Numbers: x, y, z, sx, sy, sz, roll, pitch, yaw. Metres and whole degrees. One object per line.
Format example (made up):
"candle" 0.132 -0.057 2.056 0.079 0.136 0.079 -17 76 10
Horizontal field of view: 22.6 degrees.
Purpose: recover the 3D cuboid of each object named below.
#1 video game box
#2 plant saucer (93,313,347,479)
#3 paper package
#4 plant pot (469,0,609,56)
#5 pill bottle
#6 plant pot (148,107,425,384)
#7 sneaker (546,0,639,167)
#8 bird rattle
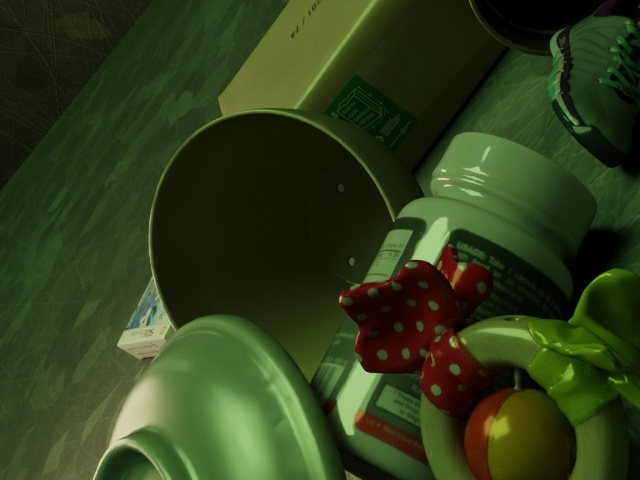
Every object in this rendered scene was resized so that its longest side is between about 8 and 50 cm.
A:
"video game box" -0.190 0.063 2.207 0.187 0.048 0.205 -12 49 61
"plant saucer" -0.108 0.262 1.315 0.400 0.100 0.400 4 95 59
"paper package" 0.046 -0.205 1.866 0.325 0.168 0.309 -52 20 14
"plant pot" 0.227 -0.289 1.589 0.167 0.167 0.165 -49 13 24
"pill bottle" 0.108 0.067 1.309 0.283 0.161 0.161 -62 20 -12
"plant pot" 0.000 0.000 1.579 0.284 0.284 0.191 -46 -13 30
"sneaker" 0.256 -0.154 1.413 0.098 0.083 0.224 -42 23 25
"bird rattle" 0.130 0.113 1.126 0.253 0.143 0.207 2 98 31
